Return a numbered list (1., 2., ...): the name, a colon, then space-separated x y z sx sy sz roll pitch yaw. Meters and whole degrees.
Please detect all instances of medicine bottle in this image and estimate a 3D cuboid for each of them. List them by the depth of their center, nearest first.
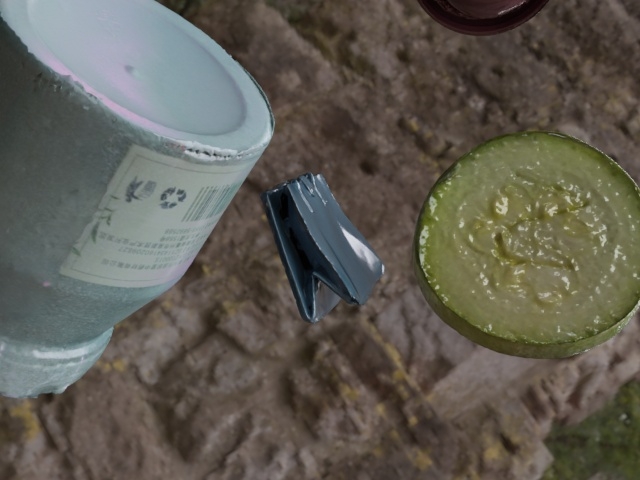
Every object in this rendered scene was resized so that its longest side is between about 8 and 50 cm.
1. medicine bottle: -0.212 -0.041 0.868 0.245 0.245 0.290 51 -62 27

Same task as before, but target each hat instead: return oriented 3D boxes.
1. hat: 0.205 -0.339 1.322 0.089 0.206 0.205 -92 171 -53

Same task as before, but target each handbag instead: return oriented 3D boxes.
1. handbag: 0.000 0.000 1.106 0.144 0.057 0.221 63 13 -2

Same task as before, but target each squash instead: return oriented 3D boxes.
1. squash: 0.225 0.005 1.135 0.252 0.252 0.049 52 -12 24
